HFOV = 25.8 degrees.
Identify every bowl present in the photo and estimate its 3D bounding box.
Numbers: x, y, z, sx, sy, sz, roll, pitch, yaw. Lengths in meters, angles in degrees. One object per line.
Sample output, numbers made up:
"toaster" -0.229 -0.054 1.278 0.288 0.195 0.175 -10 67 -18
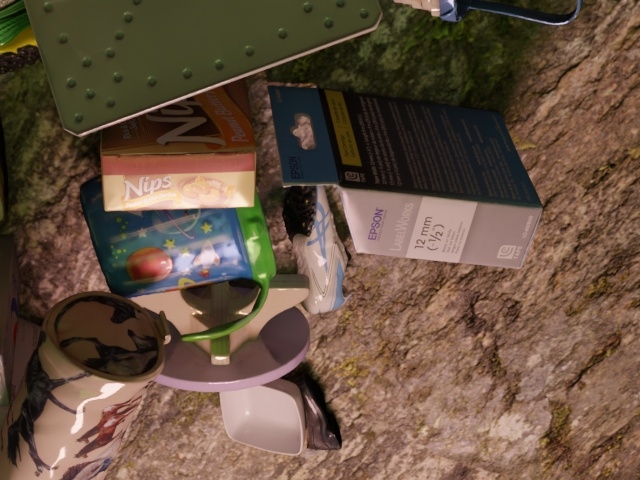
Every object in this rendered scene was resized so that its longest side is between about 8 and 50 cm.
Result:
"bowl" -0.085 0.268 2.234 0.142 0.053 0.142 11 129 22

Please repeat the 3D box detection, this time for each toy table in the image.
"toy table" -0.150 0.107 2.030 0.274 0.252 0.161 -10 143 -11

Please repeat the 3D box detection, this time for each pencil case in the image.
"pencil case" -0.333 0.259 1.871 0.183 0.160 0.410 -5 132 -40

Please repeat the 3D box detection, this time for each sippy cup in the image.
"sippy cup" -0.199 -0.029 1.892 0.224 0.305 0.240 -17 140 -7

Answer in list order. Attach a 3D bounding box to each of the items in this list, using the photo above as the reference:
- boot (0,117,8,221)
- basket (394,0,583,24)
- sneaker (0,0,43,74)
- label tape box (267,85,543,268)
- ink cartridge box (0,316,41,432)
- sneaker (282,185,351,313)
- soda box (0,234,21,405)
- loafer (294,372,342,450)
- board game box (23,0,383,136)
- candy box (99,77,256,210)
"boot" -0.514 -0.115 1.901 0.165 0.077 0.213 0 129 -6
"basket" 0.185 -0.396 1.703 0.289 0.201 0.255 13 129 18
"sneaker" -0.408 -0.292 1.775 0.343 0.134 0.146 -7 84 9
"label tape box" 0.099 -0.090 1.901 0.347 0.249 0.115 4 125 -12
"ink cartridge box" -0.535 0.191 2.027 0.306 0.226 0.131 27 119 -26
"sneaker" 0.000 0.000 2.068 0.086 0.085 0.237 -23 127 -24
"soda box" -0.474 0.108 1.937 0.098 0.286 0.091 -5 124 -6
"loafer" -0.017 0.286 2.280 0.061 0.062 0.170 -16 126 9
"board game box" -0.166 -0.360 1.635 0.390 0.050 0.390 -19 82 6
"candy box" -0.183 -0.161 1.765 0.183 0.316 0.088 -2 127 -6
